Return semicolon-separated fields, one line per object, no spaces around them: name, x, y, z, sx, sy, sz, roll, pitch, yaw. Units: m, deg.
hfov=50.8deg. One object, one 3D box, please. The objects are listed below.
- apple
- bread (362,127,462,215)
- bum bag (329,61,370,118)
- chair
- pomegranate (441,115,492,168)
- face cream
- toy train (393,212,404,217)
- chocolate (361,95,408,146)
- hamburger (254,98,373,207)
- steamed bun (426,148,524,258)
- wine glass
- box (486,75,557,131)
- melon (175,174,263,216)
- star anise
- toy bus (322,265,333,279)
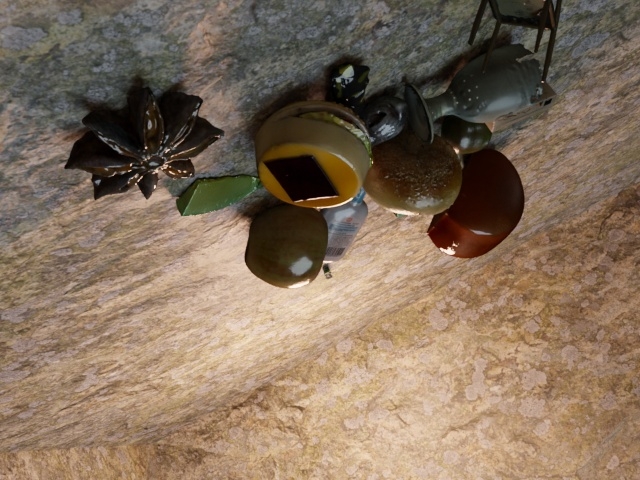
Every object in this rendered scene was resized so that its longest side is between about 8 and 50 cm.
apple;-0.102;0.013;2.001;0.234;0.256;0.256;10;151;-5
bread;0.248;-0.202;1.844;0.306;0.305;0.158;-17;138;-23
bum bag;0.063;-0.344;1.604;0.107;0.060;0.232;-20;158;-13
chair;0.459;-0.524;1.528;0.188;0.166;0.272;27;81;-63
pomegranate;0.420;-0.301;1.998;0.152;0.131;0.191;-12;143;-20
face cream;0.065;-0.071;2.129;0.163;0.080;0.336;6;130;-29
toy train;0.303;-0.186;2.170;0.194;0.120;0.298;-22;159;2
chocolate;0.119;-0.285;1.743;0.248;0.110;0.110;-29;159;15
hamburger;-0.012;-0.208;1.612;0.301;0.176;0.300;6;150;3
steamed bun;0.544;-0.111;2.275;0.379;0.248;0.235;-60;180;-35
wine glass;0.397;-0.378;1.744;0.357;0.190;0.190;-19;158;-7
box;0.538;-0.404;1.897;0.201;0.141;0.058;-24;154;-9
melon;-0.253;-0.137;1.769;0.262;0.053;0.114;-18;139;-30
star anise;-0.363;-0.198;1.386;0.332;0.117;0.331;-23;150;-14
toy bus;0.028;0.131;2.687;0.031;0.037;0.083;-25;158;-2
